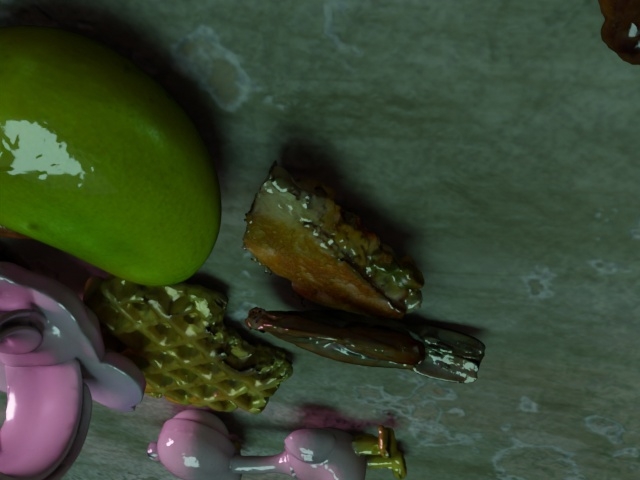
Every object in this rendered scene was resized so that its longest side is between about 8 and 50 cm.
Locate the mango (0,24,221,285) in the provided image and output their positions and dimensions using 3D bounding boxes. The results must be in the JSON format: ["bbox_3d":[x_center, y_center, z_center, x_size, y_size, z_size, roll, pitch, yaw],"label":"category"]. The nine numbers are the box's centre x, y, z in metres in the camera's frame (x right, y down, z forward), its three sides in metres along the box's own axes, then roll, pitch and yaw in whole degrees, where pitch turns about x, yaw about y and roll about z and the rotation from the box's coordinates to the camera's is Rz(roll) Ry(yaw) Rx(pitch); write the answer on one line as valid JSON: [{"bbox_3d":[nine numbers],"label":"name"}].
[{"bbox_3d":[-0.192,-0.071,0.688,0.273,0.149,0.185,30,131,-26],"label":"mango"}]

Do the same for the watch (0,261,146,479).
[{"bbox_3d":[-0.334,0.169,0.872,0.211,0.217,0.248,-3,133,20],"label":"watch"}]

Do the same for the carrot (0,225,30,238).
[{"bbox_3d":[-0.300,-0.026,0.844,0.210,0.061,0.061,8,139,1],"label":"carrot"}]

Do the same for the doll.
[{"bbox_3d":[-0.073,0.294,1.109,0.365,0.094,0.160,0,145,18],"label":"doll"}]

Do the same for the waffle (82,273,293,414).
[{"bbox_3d":[-0.169,0.129,0.981,0.291,0.051,0.291,9,141,7],"label":"waffle"}]

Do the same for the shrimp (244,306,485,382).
[{"bbox_3d":[0.046,0.100,0.839,0.253,0.058,0.173,10,173,5],"label":"shrimp"}]

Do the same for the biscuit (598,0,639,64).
[{"bbox_3d":[0.307,-0.200,0.449,0.289,0.081,0.334,23,143,-11],"label":"biscuit"}]

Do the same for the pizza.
[{"bbox_3d":[0.000,0.000,0.777,0.147,0.069,0.226,-7,140,49],"label":"pizza"}]

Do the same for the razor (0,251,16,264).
[{"bbox_3d":[-0.407,0.028,0.930,0.090,0.054,0.148,-26,131,34],"label":"razor"}]
